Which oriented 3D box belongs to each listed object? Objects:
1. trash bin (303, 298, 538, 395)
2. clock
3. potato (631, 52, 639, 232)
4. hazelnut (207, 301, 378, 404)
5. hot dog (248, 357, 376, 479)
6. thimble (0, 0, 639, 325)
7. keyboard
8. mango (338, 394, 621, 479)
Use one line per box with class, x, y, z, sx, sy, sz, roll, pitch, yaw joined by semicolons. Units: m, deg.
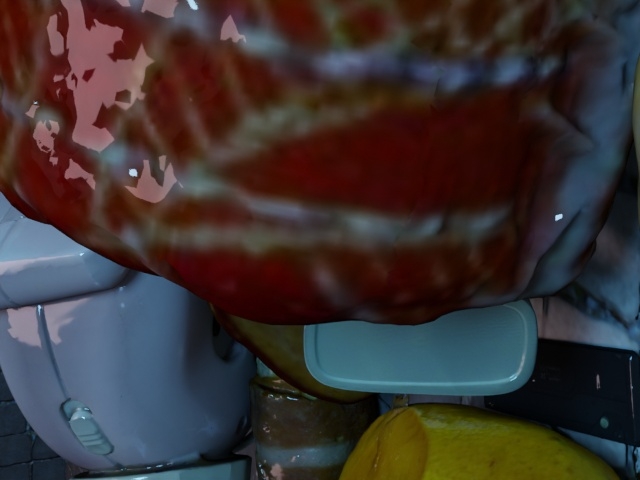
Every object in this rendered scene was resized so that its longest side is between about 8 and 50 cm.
trash bin;0.051;0.032;0.564;0.130;0.116;0.059;-79;-11;-74
clock;-0.137;0.051;0.876;0.342;0.184;0.325;-67;-32;-48
potato;0.174;-0.032;0.382;0.109;0.118;0.178;-67;-25;-54
hazelnut;0.003;-0.001;0.738;0.181;0.181;0.212;1;111;31
hot dog;-0.002;0.150;0.852;0.123;0.093;0.261;-23;-73;-72
thimble;-0.004;-0.129;0.504;0.350;0.350;0.230;-128;43;-53
keyboard;0.138;0.084;0.619;0.155;0.010;0.053;180;87;-68
mango;0.092;0.188;0.598;0.257;0.138;0.187;-17;60;64
